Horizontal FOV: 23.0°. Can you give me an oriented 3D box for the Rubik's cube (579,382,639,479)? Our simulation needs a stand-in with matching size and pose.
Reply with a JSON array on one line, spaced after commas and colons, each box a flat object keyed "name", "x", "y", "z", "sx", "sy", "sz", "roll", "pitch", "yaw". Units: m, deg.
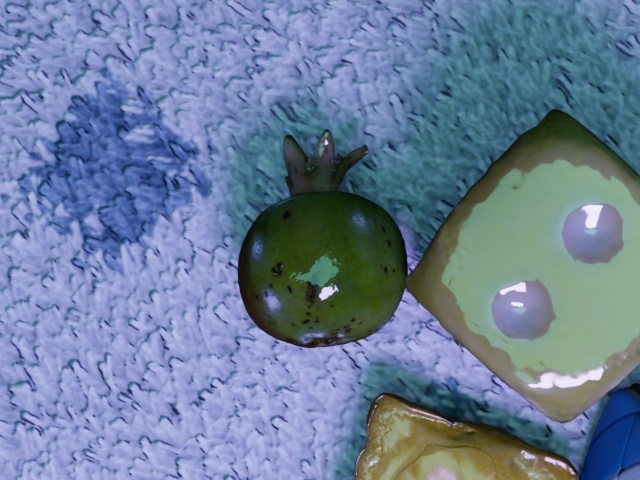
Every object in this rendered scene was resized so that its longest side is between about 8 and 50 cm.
[{"name": "Rubik's cube", "x": 0.359, "y": 0.313, "z": 1.598, "sx": 0.254, "sy": 0.254, "sz": 0.254, "roll": 0, "pitch": 91, "yaw": 7}]

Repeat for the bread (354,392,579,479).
[{"name": "bread", "x": 0.144, "y": 0.266, "z": 1.645, "sx": 0.233, "sy": 0.088, "sz": 0.161, "roll": 20, "pitch": 96, "yaw": 8}]

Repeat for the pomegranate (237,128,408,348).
[{"name": "pomegranate", "x": 0.000, "y": 0.000, "z": 1.626, "sx": 0.181, "sy": 0.181, "sz": 0.224, "roll": -8, "pitch": 66, "yaw": 7}]

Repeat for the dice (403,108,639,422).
[{"name": "dice", "x": 0.235, "y": 0.027, "z": 1.555, "sx": 0.227, "sy": 0.238, "sz": 0.233, "roll": 44, "pitch": 96, "yaw": 6}]
